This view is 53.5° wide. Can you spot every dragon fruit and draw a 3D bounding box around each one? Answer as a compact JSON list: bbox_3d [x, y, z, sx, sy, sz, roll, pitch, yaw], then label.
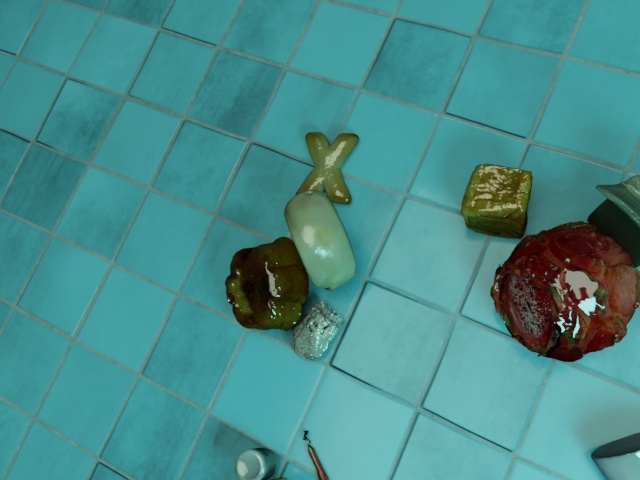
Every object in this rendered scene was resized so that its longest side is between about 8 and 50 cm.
[{"bbox_3d":[0.546,0.110,1.409,0.301,0.296,0.296,-32,68,-3],"label":"dragon fruit"}]

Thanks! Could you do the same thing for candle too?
[{"bbox_3d":[-0.009,0.555,1.587,0.026,0.021,0.168,-29,69,6],"label":"candle"}]

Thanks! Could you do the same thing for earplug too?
[{"bbox_3d":[0.704,0.568,1.312,0.172,0.172,0.302,-21,77,10],"label":"earplug"}]

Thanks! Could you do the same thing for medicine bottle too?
[{"bbox_3d":[-0.152,0.554,1.570,0.080,0.130,0.081,-4,75,15],"label":"medicine bottle"}]

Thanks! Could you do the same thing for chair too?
[{"bbox_3d":[0.684,-0.045,1.383,0.319,0.186,0.160,-19,63,-36],"label":"chair"}]

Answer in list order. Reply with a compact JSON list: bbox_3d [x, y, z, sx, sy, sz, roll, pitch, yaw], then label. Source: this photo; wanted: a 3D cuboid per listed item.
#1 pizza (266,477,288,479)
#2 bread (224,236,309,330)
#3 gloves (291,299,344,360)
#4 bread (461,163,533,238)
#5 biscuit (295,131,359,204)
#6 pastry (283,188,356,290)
[{"bbox_3d":[-0.124,0.719,1.524,0.251,0.074,0.288,-21,89,32],"label":"pizza"},{"bbox_3d":[-0.148,0.126,1.677,0.232,0.135,0.247,-21,76,38],"label":"bread"},{"bbox_3d":[-0.017,0.234,1.652,0.114,0.070,0.153,38,90,22],"label":"gloves"},{"bbox_3d":[0.441,-0.097,1.576,0.158,0.149,0.143,7,75,24],"label":"bread"},{"bbox_3d":[0.018,-0.206,1.779,0.164,0.047,0.208,4,76,18],"label":"biscuit"},{"bbox_3d":[-0.001,-0.002,1.620,0.133,0.265,0.265,-25,69,-3],"label":"pastry"}]
